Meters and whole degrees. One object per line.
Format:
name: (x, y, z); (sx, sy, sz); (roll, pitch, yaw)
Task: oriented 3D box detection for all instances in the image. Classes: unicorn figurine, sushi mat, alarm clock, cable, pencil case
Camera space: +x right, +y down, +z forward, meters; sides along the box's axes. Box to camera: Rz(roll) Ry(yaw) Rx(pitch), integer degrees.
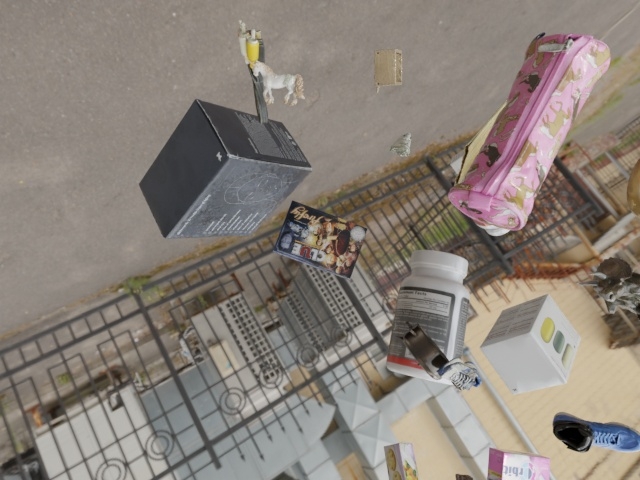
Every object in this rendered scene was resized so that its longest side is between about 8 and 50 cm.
unicorn figurine: (-0.124, -0.426, 1.161); (0.162, 0.111, 0.060); (0, -170, -9)
sushi mat: (0.475, -0.299, 1.220); (0.316, 0.019, 0.151); (-46, 156, -25)
alarm clock: (0.260, 0.277, 0.999); (0.064, 0.192, 0.129); (-43, 173, 4)
cable: (-0.203, -0.488, 1.249); (0.072, 0.139, 0.287); (-14, 134, -22)
pencil case: (0.398, -0.206, 0.829); (0.386, 0.167, 0.160); (-61, -156, -3)

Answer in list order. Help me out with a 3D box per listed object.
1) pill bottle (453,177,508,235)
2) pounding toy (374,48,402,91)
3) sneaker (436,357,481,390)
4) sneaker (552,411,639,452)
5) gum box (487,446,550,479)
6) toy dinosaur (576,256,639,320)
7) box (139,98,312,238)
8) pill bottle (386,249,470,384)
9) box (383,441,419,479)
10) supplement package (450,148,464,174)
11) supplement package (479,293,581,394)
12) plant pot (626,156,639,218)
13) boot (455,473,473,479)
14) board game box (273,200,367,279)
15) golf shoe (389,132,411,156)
pill bottle: (0.505, -0.113, 1.302); (0.121, 0.121, 0.216); (-35, 124, 16)
pounding toy: (0.221, -0.572, 1.455); (0.100, 0.130, 0.141); (4, -160, 21)
sneaker: (0.307, 0.292, 0.927); (0.135, 0.058, 0.052); (15, 123, -37)
sneaker: (0.527, 0.377, 0.817); (0.152, 0.058, 0.085); (8, -174, 32)
gum box: (0.591, 0.686, 1.269); (0.188, 0.107, 0.062); (15, 164, -17)
toy dinosaur: (0.700, 0.108, 0.990); (0.121, 0.160, 0.313); (-52, 155, 14)
box: (-0.381, -0.259, 1.754); (0.480, 0.297, 0.472); (-42, 160, 29)
pill bottle: (0.329, 0.225, 1.280); (0.210, 0.363, 0.210); (13, 167, 3)
box: (0.242, 0.730, 1.170); (0.063, 0.324, 0.067); (19, 140, -34)
supplement package: (0.654, -0.335, 1.687); (0.244, 0.134, 0.139); (-37, -174, 28)
supplement package: (0.730, 0.356, 1.485); (0.263, 0.199, 0.198); (-32, 176, -45)
plant pot: (0.762, -0.137, 0.891); (0.236, 0.236, 0.032); (-34, -151, 9)
boot: (0.409, 0.746, 1.284); (0.106, 0.114, 0.037); (-5, -177, 38)
board game box: (0.000, 0.000, 1.282); (0.042, 0.243, 0.165); (128, -18, -82)
golf shoe: (0.292, -0.348, 1.528); (0.086, 0.069, 0.176); (-63, -175, 12)
